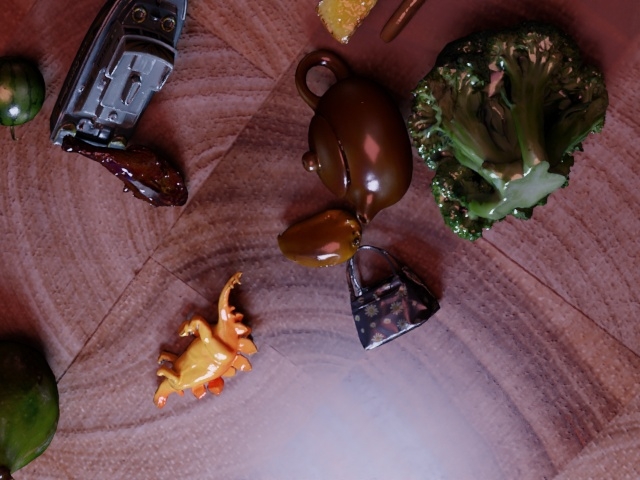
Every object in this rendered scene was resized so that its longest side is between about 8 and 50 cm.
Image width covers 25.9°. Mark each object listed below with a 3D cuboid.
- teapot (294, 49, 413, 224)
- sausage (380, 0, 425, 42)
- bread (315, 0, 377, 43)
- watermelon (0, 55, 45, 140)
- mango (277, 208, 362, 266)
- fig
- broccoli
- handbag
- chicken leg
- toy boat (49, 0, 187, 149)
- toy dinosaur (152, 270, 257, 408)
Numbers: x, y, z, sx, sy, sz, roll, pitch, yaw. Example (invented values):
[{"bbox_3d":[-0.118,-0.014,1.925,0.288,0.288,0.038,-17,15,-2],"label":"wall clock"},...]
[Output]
[{"bbox_3d":[0.030,-0.138,1.810,0.135,0.178,0.252,-20,72,-20],"label":"teapot"},{"bbox_3d":[0.121,-0.309,1.803,0.024,0.024,0.132,38,113,-5],"label":"sausage"},{"bbox_3d":[0.064,-0.334,1.763,0.065,0.103,0.187,41,118,-4],"label":"bread"},{"bbox_3d":[-0.429,-0.203,1.921,0.109,0.109,0.109,4,112,10],"label":"watermelon"},{"bbox_3d":[0.000,0.000,1.930,0.127,0.063,0.077,-11,68,22],"label":"mango"},{"bbox_3d":[-0.476,0.262,2.040,0.195,0.245,0.195,-2,121,-4],"label":"fig"},{"bbox_3d":[0.239,-0.137,1.738,0.265,0.245,0.294,3,138,-9],"label":"broccoli"},{"bbox_3d":[0.084,0.071,1.939,0.115,0.072,0.139,-28,97,24],"label":"handbag"},{"bbox_3d":[-0.260,-0.095,1.906,0.093,0.053,0.205,-9,145,30],"label":"chicken leg"},{"bbox_3d":[-0.258,-0.240,1.853,0.114,0.122,0.296,13,122,-34],"label":"toy boat"},{"bbox_3d":[-0.154,0.159,2.025,0.117,0.070,0.288,32,118,-14],"label":"toy dinosaur"}]
